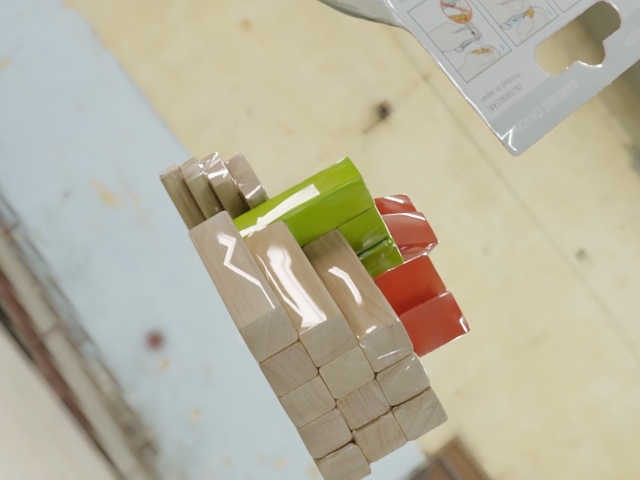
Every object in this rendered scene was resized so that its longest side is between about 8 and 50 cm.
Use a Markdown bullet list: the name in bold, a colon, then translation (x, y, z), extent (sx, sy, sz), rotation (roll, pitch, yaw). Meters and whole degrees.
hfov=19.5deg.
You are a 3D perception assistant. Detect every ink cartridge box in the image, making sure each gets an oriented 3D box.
- **ink cartridge box**: translation (0.057, -0.159, 0.928), extent (0.232, 0.189, 0.066), rotation (54, -40, -1)

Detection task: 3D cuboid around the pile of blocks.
- **pile of blocks**: translation (0.000, 0.000, 0.948), extent (0.149, 0.112, 0.362), rotation (61, -3, -12)
